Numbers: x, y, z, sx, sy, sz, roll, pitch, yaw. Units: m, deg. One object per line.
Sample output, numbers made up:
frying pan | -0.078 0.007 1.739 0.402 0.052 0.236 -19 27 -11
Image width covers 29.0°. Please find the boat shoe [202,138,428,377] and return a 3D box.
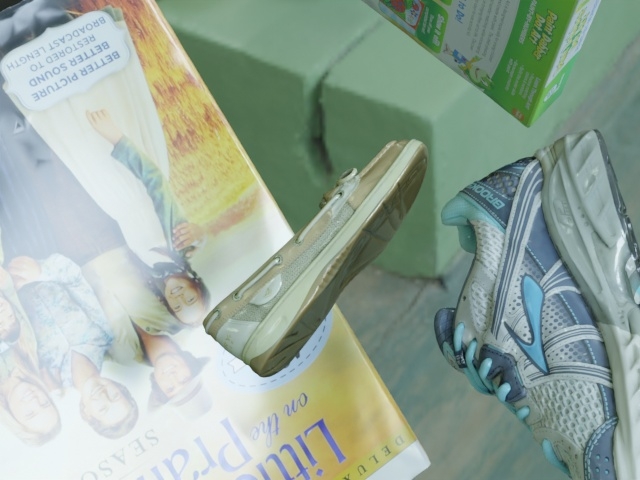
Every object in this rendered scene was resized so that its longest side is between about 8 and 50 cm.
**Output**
boat shoe | 0.000 0.001 0.663 0.048 0.056 0.153 35 85 19

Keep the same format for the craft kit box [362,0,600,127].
craft kit box | 0.112 -0.235 1.017 0.247 0.250 0.061 43 74 13

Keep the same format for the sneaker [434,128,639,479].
sneaker | 0.133 0.072 0.702 0.122 0.110 0.283 -17 49 17

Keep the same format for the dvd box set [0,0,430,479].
dvd box set | -0.152 0.059 0.824 0.308 0.062 0.420 -32 94 -23
